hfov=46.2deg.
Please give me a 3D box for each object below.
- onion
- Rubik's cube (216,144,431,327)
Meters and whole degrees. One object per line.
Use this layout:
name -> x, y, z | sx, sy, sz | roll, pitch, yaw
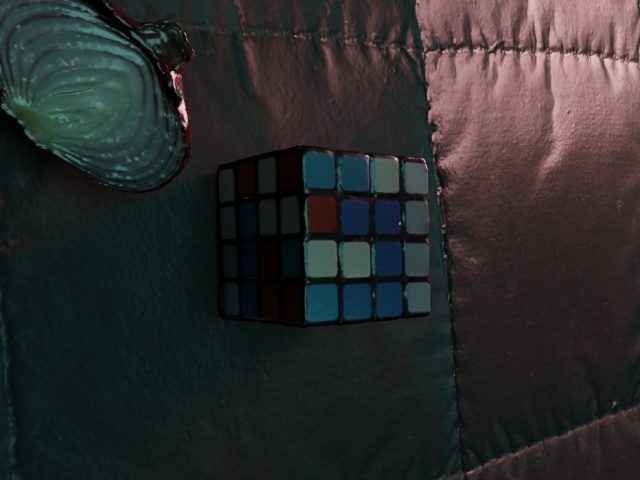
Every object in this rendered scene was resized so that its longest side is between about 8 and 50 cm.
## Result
onion -> -0.184, -0.140, 0.630 | 0.151, 0.098, 0.206 | -34, 115, -4
Rubik's cube -> 0.000, 0.000, 0.721 | 0.151, 0.155, 0.154 | 1, 88, -36
